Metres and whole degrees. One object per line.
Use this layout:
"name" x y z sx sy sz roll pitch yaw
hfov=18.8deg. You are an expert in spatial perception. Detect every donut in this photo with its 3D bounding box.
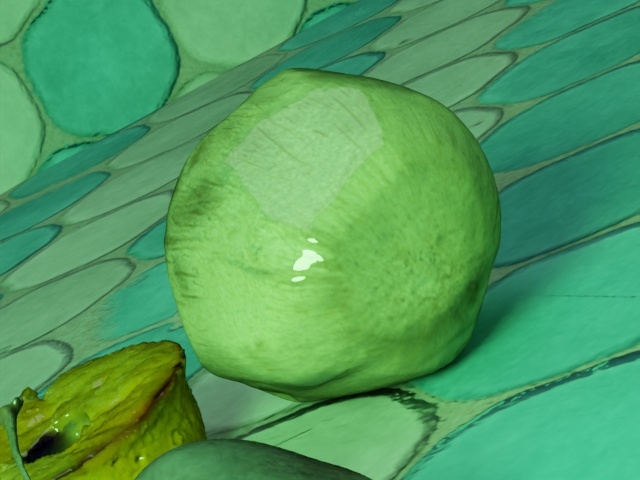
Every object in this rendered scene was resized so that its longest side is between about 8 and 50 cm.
"donut" -0.150 0.143 1.194 0.174 0.074 0.190 -16 21 33

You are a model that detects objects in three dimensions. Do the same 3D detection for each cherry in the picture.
"cherry" -0.036 0.127 0.866 0.148 0.115 0.188 -28 39 -8

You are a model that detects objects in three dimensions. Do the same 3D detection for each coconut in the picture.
"coconut" 0.000 0.000 1.184 0.224 0.224 0.224 -25 13 6
